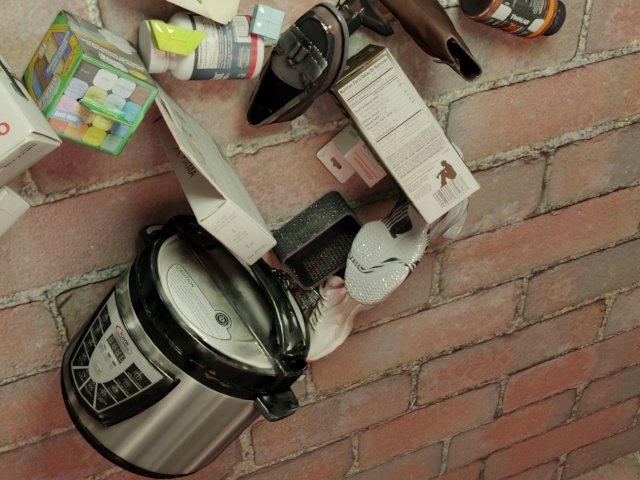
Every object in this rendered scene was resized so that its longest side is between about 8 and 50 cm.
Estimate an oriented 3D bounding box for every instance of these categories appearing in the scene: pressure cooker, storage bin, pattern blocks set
[{"bbox_3d":[-0.229,0.177,1.526,0.370,0.375,0.420,33,118,-20],"label":"pressure cooker"},{"bbox_3d":[0.000,0.000,1.718,0.180,0.084,0.122,-37,135,3],"label":"storage bin"},{"bbox_3d":[-0.189,-0.415,1.221,0.325,0.026,0.285,-1,105,-26],"label":"pattern blocks set"}]

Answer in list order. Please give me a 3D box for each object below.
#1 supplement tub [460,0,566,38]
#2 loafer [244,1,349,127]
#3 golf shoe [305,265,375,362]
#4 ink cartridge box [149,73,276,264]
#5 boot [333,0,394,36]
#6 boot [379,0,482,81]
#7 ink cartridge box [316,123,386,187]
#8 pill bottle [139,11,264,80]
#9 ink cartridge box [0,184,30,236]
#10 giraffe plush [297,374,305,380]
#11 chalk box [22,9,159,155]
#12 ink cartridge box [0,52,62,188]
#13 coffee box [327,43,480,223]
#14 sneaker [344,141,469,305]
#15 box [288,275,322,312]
[{"bbox_3d":[0.358,-0.431,1.528,0.198,0.106,0.106,8,123,-33],"label":"supplement tub"},{"bbox_3d":[-0.045,-0.266,1.357,0.095,0.109,0.302,-34,175,-27],"label":"loafer"},{"bbox_3d":[0.030,0.135,1.849,0.140,0.115,0.306,37,98,-33],"label":"golf shoe"},{"bbox_3d":[-0.208,-0.129,1.340,0.066,0.296,0.261,-38,135,6],"label":"ink cartridge box"},{"bbox_3d":[0.060,-0.373,1.456,0.099,0.045,0.121,-42,128,7],"label":"boot"},{"bbox_3d":[0.167,-0.387,1.387,0.090,0.207,0.248,-42,135,9],"label":"boot"},{"bbox_3d":[0.104,-0.185,1.626,0.198,0.067,0.115,-39,135,7],"label":"ink cartridge box"},{"bbox_3d":[-0.190,-0.308,1.329,0.180,0.108,0.107,-6,130,-24],"label":"pill bottle"},{"bbox_3d":[-0.580,-0.035,1.269,0.219,0.160,0.092,-46,166,-6],"label":"ink cartridge box"},{"bbox_3d":[-0.143,0.213,1.780,0.210,0.181,0.170,-3,108,10],"label":"giraffe plush"},{"bbox_3d":[-0.339,-0.222,1.245,0.132,0.213,0.132,21,115,-39],"label":"chalk box"},{"bbox_3d":[-0.517,-0.188,1.133,0.197,0.272,0.114,-35,176,3],"label":"ink cartridge box"},{"bbox_3d":[0.138,-0.193,1.483,0.119,0.168,0.297,-36,105,4],"label":"coffee box"},{"bbox_3d":[0.193,-0.015,1.705,0.365,0.137,0.210,-59,154,-3],"label":"sneaker"},{"bbox_3d":[-0.047,0.113,1.795,0.067,0.083,0.018,-43,174,9],"label":"box"}]
